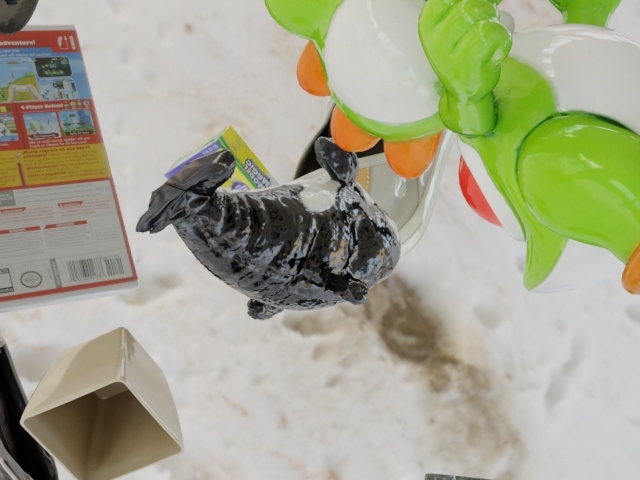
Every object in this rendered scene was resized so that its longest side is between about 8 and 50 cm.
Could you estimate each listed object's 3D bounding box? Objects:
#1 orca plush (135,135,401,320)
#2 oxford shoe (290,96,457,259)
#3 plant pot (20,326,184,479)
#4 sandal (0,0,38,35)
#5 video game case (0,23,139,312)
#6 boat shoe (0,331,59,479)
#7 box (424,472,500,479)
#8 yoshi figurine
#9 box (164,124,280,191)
[{"bbox_3d":[0.000,0.000,0.946,0.102,0.151,0.287,32,-5,29],"label":"orca plush"},{"bbox_3d":[0.065,-0.148,1.412,0.130,0.169,0.449,56,30,-28],"label":"oxford shoe"},{"bbox_3d":[-0.196,0.145,1.190,0.109,0.109,0.096,56,18,-35],"label":"plant pot"},{"bbox_3d":[-0.243,-0.238,1.045,0.067,0.179,0.040,-2,44,-35],"label":"sandal"},{"bbox_3d":[-0.300,-0.074,1.259,0.204,0.025,0.285,-8,79,-38],"label":"video game case"},{"bbox_3d":[-0.377,0.167,1.482,0.112,0.095,0.335,-69,156,-53],"label":"boat shoe"},{"bbox_3d":[0.233,0.345,1.587,0.147,0.180,0.077,30,66,-47],"label":"box"},{"bbox_3d":[0.119,-0.116,0.704,0.362,0.203,0.203,35,-12,30],"label":"yoshi figurine"},{"bbox_3d":[-0.089,-0.038,1.520,0.179,0.105,0.043,49,43,-15],"label":"box"}]
